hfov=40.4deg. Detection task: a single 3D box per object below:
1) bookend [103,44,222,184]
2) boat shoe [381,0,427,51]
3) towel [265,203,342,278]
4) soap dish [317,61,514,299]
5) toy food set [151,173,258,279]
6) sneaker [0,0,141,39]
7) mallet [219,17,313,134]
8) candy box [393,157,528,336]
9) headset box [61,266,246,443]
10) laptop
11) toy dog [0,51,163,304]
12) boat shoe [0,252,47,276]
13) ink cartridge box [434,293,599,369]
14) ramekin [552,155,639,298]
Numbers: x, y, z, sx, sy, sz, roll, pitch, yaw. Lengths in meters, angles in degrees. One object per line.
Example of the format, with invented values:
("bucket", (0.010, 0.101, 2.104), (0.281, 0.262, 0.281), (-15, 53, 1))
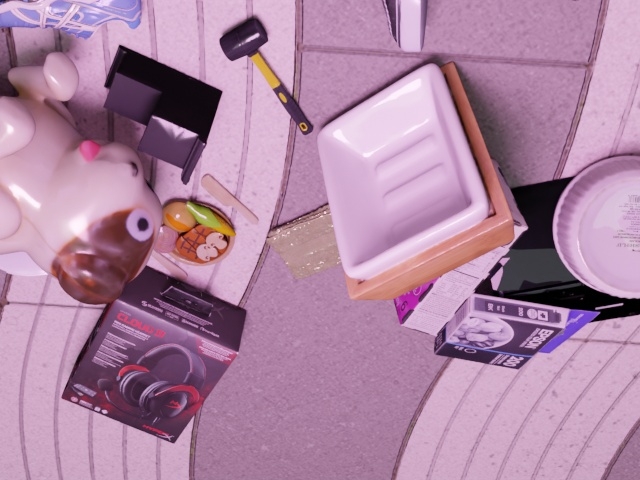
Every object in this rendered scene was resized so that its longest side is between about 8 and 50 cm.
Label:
("bookend", (-0.226, -0.171, 1.175), (0.156, 0.157, 0.072), (23, 124, -14))
("boat shoe", (0.069, -0.373, 1.041), (0.105, 0.113, 0.306), (-3, 123, 14))
("towel", (0.000, 0.000, 1.367), (0.148, 0.027, 0.110), (-24, 122, 18))
("soap dish", (0.124, -0.075, 1.161), (0.229, 0.290, 0.118), (-29, 138, 21))
("toy food set", (-0.201, -0.006, 1.366), (0.192, 0.038, 0.132), (-38, 116, 26))
("sneaker", (-0.334, -0.299, 1.136), (0.211, 0.080, 0.081), (-7, 122, 10))
("mallet", (-0.058, -0.225, 1.206), (0.062, 0.039, 0.190), (-32, 123, 21))
("candy box", (0.187, 0.003, 1.272), (0.071, 0.159, 0.233), (18, 125, -24))
("headset box", (-0.275, 0.183, 1.464), (0.218, 0.110, 0.293), (27, 123, -15))
("laptop", (0.383, 0.029, 1.375), (0.234, 0.136, 0.264), (-11, 150, 12))
("toy dog", (-0.414, -0.057, 1.150), (0.408, 0.284, 0.395), (14, 117, -1))
("boat shoe", (-0.515, -0.001, 1.354), (0.301, 0.102, 0.108), (5, 82, 2))
("ink cartridge box", (0.308, 0.152, 1.395), (0.208, 0.045, 0.206), (8, 154, -5))
("ramekin", (0.439, -0.014, 1.231), (0.207, 0.109, 0.207), (2, 99, 10))
